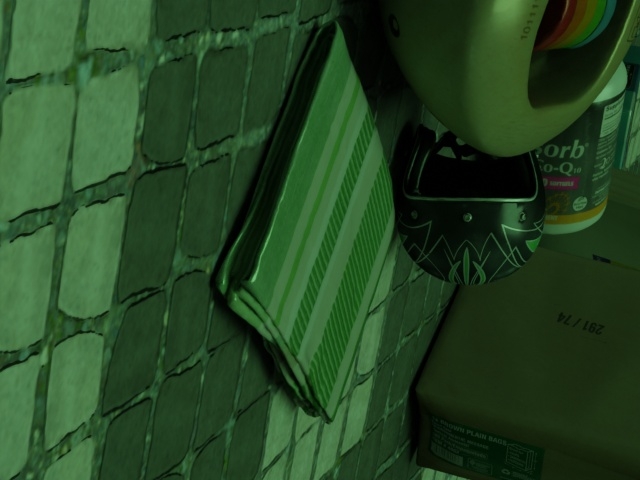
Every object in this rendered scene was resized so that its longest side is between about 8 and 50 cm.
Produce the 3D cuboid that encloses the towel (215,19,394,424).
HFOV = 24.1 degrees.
[{"bbox_3d":[0.000,0.000,1.295,0.325,0.038,0.247,64,43,-62],"label":"towel"}]

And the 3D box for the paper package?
[{"bbox_3d":[0.316,0.176,1.924,0.168,0.325,0.309,87,24,-45],"label":"paper package"}]

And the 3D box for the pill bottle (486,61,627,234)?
[{"bbox_3d":[0.292,-0.161,1.856,0.162,0.162,0.278,-53,151,-51],"label":"pill bottle"}]

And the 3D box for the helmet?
[{"bbox_3d":[0.153,-0.033,1.528,0.169,0.169,0.161,71,21,-61],"label":"helmet"}]

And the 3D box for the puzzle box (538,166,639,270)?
[{"bbox_3d":[0.439,-0.006,2.230,0.052,0.272,0.409,-66,160,-15],"label":"puzzle box"}]

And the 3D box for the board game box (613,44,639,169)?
[{"bbox_3d":[0.474,-0.130,2.530,0.254,0.079,0.336,-62,159,-55],"label":"board game box"}]

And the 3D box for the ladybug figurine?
[{"bbox_3d":[0.186,-0.238,1.404,0.449,0.162,0.305,-11,121,-62],"label":"ladybug figurine"}]
